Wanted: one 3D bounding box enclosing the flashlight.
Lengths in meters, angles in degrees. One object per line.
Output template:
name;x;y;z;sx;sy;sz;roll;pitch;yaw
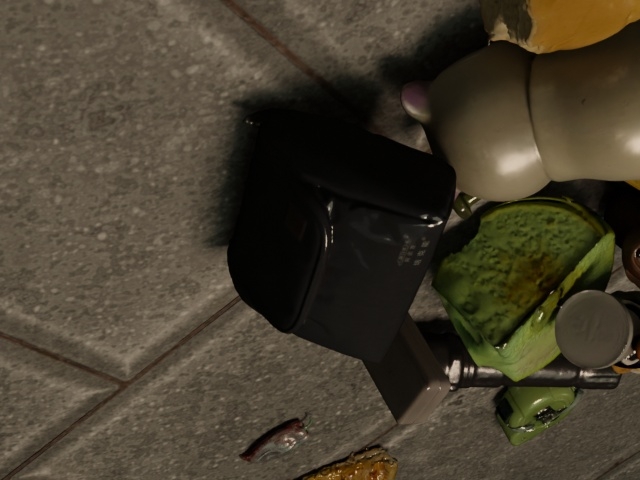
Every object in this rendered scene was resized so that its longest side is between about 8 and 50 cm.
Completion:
flashlight;0.314;0.206;1.948;0.424;0.103;0.103;2;137;-12

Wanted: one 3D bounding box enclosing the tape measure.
tape measure;0.423;0.319;2.238;0.177;0.087;0.154;-34;142;6

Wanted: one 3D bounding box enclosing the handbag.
handbag;0.000;0.002;1.455;0.275;0.178;0.301;17;134;-3

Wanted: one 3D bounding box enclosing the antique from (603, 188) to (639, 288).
antique;0.519;-0.001;1.786;0.143;0.257;0.121;29;116;-5

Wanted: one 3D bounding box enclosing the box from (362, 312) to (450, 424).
box;0.101;0.152;1.709;0.055;0.243;0.103;0;136;-36

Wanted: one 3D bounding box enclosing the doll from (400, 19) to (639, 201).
doll;0.312;-0.163;1.434;0.370;0.226;0.215;-2;129;26

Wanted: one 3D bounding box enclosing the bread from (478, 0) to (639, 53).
bread;0.234;-0.310;1.289;0.224;0.183;0.211;19;130;-42

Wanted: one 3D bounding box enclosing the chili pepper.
chili pepper;-0.073;0.359;2.028;0.153;0.041;0.050;-31;101;7

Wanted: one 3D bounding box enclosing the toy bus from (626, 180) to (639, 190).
toy bus;0.498;-0.134;1.702;0.336;0.123;0.121;21;123;-45

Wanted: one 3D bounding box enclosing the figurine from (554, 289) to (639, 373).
figurine;0.476;0.146;1.760;0.236;0.176;0.133;11;104;-54

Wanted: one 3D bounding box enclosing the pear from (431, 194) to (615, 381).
pear;0.323;0.076;1.812;0.286;0.176;0.282;-46;149;-3

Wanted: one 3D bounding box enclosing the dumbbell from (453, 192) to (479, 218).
dumbbell;0.243;-0.080;1.680;0.118;0.046;0.052;-34;148;11

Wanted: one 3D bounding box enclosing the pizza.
pizza;0.015;0.518;2.239;0.226;0.086;0.335;17;127;-45
